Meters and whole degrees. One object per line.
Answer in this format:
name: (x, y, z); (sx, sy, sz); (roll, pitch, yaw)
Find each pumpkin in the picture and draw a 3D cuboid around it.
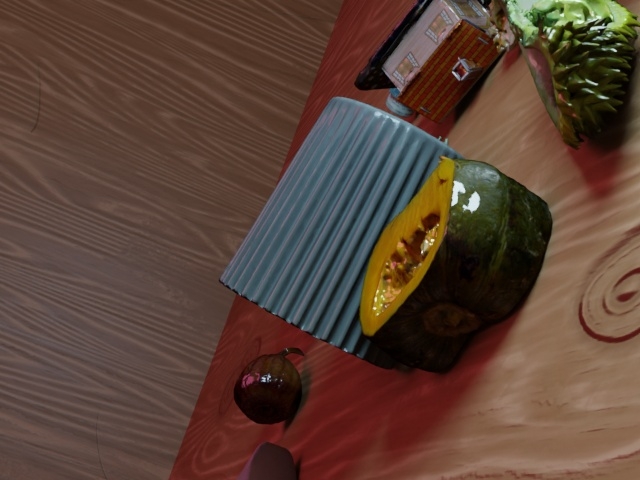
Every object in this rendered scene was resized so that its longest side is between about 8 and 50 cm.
pumpkin: (0.162, 0.022, 1.341); (0.317, 0.139, 0.222); (121, 163, -51)

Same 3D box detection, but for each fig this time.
fig: (-0.088, 0.265, 2.105); (0.146, 0.133, 0.201); (-41, 18, 46)

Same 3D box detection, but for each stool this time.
stool: (0.049, -0.017, 1.582); (0.330, 0.297, 0.297); (-63, 11, -1)

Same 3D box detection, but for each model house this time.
model house: (0.230, -0.317, 1.784); (0.207, 0.154, 0.294); (-12, -29, -48)

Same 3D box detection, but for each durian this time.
durian: (0.268, -0.220, 1.210); (0.157, 0.169, 0.355); (-61, 11, 22)

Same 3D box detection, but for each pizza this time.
pizza: (0.295, -0.382, 1.610); (0.154, 0.069, 0.194); (35, -107, -82)

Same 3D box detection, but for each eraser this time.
eraser: (-0.146, 0.523, 1.889); (0.290, 0.104, 0.189); (-60, 9, 33)

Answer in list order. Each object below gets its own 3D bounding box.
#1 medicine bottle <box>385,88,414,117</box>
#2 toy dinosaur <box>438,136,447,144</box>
medicine bottle: (0.206, -0.345, 2.015); (0.124, 0.079, 0.258); (-80, 16, -49)
toy dinosaur: (0.195, -0.141, 1.811); (0.062, 0.021, 0.083); (-10, 56, 62)
